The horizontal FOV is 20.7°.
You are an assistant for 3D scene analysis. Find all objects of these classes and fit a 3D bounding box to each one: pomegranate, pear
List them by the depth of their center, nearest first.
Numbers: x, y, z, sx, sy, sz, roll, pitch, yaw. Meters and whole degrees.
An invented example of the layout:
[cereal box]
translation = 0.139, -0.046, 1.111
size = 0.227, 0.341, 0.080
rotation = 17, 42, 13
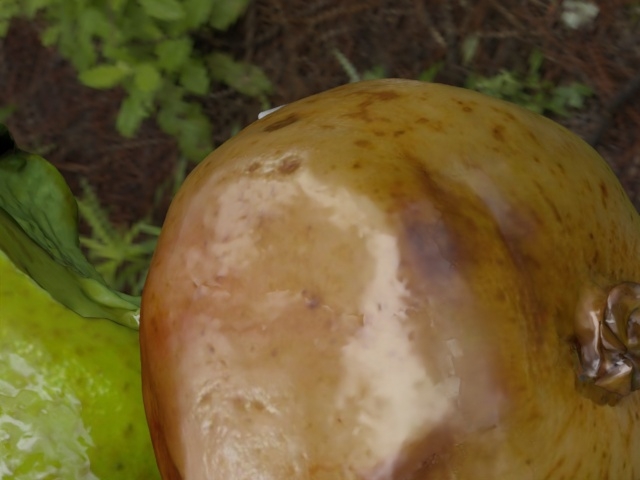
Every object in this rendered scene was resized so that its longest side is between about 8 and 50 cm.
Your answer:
[pomegranate]
translation = 0.037, 0.046, 0.668
size = 0.215, 0.215, 0.215
rotation = -5, 81, 32
[pear]
translation = -0.123, 0.074, 0.773
size = 0.255, 0.238, 0.164
rotation = 37, 97, 17

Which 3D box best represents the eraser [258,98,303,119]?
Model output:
[eraser]
translation = 0.000, 0.000, 1.050
size = 0.052, 0.225, 0.096
rotation = -17, 117, 4
